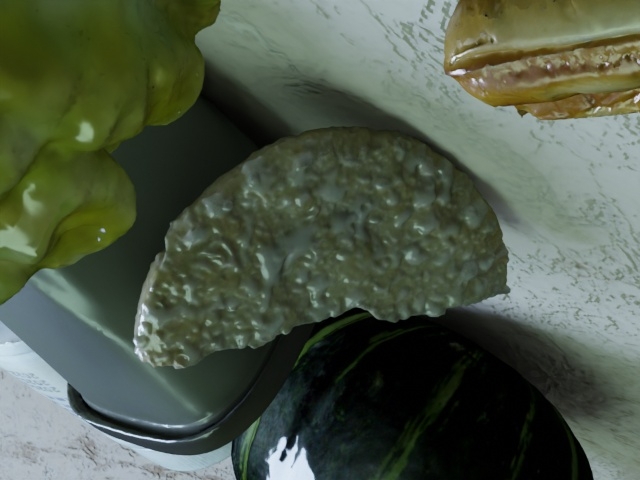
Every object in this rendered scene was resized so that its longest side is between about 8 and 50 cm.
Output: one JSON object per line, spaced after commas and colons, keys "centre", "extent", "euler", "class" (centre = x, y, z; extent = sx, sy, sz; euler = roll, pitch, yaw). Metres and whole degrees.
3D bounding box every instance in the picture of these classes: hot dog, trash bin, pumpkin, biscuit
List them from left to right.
{"centre": [-0.147, -0.017, 0.871], "extent": [0.220, 0.219, 0.250], "euler": [3, 145, 46], "class": "trash bin"}
{"centre": [0.003, -0.003, 0.792], "extent": [0.250, 0.133, 0.032], "euler": [-10, -156, -17], "class": "biscuit"}
{"centre": [0.082, 0.200, 1.120], "extent": [0.323, 0.241, 0.323], "euler": [33, 176, 3], "class": "pumpkin"}
{"centre": [0.146, -0.090, 0.481], "extent": [0.249, 0.076, 0.102], "euler": [-1, 177, 41], "class": "hot dog"}

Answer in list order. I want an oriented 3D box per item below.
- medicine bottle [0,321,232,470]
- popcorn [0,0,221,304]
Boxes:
{"centre": [-0.189, 0.083, 1.232], "extent": [0.190, 0.190, 0.332], "euler": [13, 158, 34], "class": "medicine bottle"}
{"centre": [-0.195, -0.121, 0.497], "extent": [0.312, 0.312, 0.312], "euler": [22, 162, 8], "class": "popcorn"}
